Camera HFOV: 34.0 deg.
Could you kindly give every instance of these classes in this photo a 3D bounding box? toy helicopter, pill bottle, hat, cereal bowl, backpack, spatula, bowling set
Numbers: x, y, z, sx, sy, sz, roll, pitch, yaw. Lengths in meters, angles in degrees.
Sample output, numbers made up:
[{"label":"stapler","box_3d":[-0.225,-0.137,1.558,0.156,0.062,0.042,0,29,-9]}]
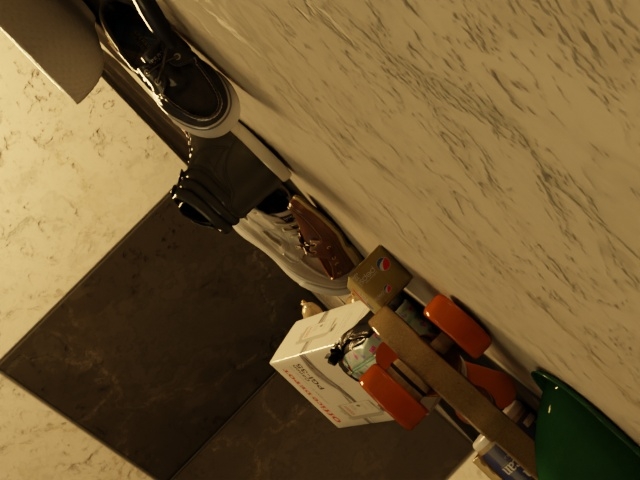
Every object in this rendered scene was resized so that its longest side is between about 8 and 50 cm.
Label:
[{"label":"toy helicopter","box_3d":[0.191,0.208,1.272,0.355,0.140,0.235,43,178,-10]},{"label":"pill bottle","box_3d":[0.303,0.312,1.450,0.169,0.094,0.094,43,176,10]},{"label":"hat","box_3d":[0.233,0.265,1.058,0.208,0.183,0.173,41,174,39]},{"label":"cereal bowl","box_3d":[-0.513,-0.413,1.885,0.339,0.141,0.339,44,176,4]},{"label":"backpack","box_3d":[0.105,0.149,1.572,0.115,0.152,0.182,39,164,-2]},{"label":"spatula","box_3d":[-0.220,-0.291,1.036,0.084,0.030,0.296,38,172,41]},{"label":"bowling set","box_3d":[0.033,0.178,2.094,0.287,0.200,0.154,40,174,3]}]

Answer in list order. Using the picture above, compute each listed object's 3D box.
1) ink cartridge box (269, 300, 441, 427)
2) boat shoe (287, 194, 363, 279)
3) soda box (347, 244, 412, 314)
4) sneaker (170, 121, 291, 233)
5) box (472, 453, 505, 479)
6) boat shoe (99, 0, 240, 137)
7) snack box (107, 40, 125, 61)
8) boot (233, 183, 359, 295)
[{"label":"ink cartridge box","box_3d":[0.072,0.230,1.916,0.207,0.117,0.283,45,146,-15]},{"label":"boat shoe","box_3d":[0.000,0.000,1.544,0.064,0.060,0.178,40,174,45]},{"label":"soda box","box_3d":[0.076,0.056,1.384,0.061,0.058,0.181,44,176,5]},{"label":"sneaker","box_3d":[-0.170,-0.114,1.487,0.104,0.147,0.296,46,177,-41]},{"label":"box","box_3d":[0.327,0.354,1.532,0.201,0.021,0.164,44,-149,9]},{"label":"boat shoe","box_3d":[-0.179,-0.205,1.188,0.228,0.080,0.076,51,-173,28]},{"label":"snack box","box_3d":[-0.268,-0.269,1.653,0.141,0.037,0.100,46,174,-24]},{"label":"boot","box_3d":[-0.045,-0.013,1.667,0.258,0.095,0.123,31,157,14]}]
